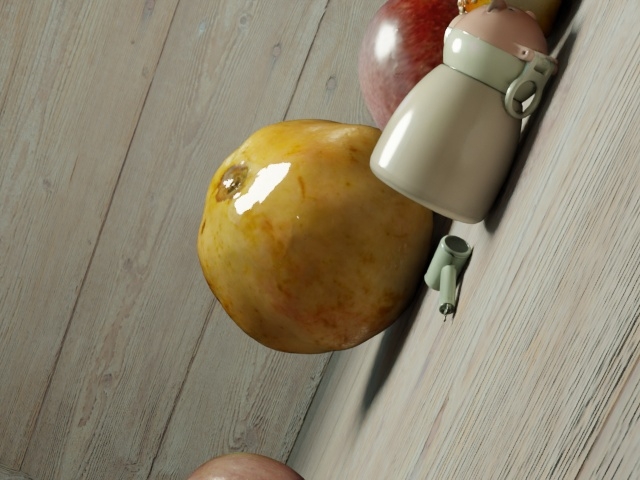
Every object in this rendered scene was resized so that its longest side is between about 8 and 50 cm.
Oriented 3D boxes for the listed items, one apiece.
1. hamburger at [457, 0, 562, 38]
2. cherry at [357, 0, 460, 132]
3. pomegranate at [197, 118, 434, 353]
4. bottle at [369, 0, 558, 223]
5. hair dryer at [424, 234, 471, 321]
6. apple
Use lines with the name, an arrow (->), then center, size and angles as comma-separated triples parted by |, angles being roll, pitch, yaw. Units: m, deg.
hamburger -> 0.239, -0.335, 1.149 | 0.237, 0.147, 0.237 | 24, -90, -83
cherry -> 0.151, -0.222, 1.328 | 0.239, 0.206, 0.240 | -168, 90, -82
pomegranate -> 0.000, 0.000, 1.561 | 0.411, 0.411, 0.412 | 22, -90, -89
bottle -> 0.166, -0.151, 1.054 | 0.237, 0.147, 0.147 | -64, 0, 12
hair dryer -> 0.144, 0.054, 1.082 | 0.124, 0.037, 0.063 | -78, 6, -52
apple -> -0.132, 0.471, 1.506 | 0.306, 0.234, 0.306 | 24, -90, -89
